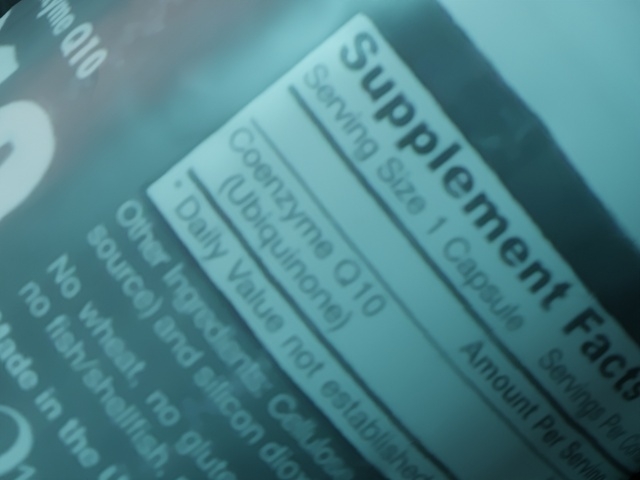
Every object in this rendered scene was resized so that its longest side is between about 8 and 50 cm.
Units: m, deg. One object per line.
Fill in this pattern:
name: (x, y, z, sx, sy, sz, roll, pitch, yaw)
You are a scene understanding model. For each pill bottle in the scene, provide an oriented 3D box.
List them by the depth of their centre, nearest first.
pill bottle: (0.000, 0.000, 0.524, 0.361, 0.204, 0.204, -39, 8, 6)
